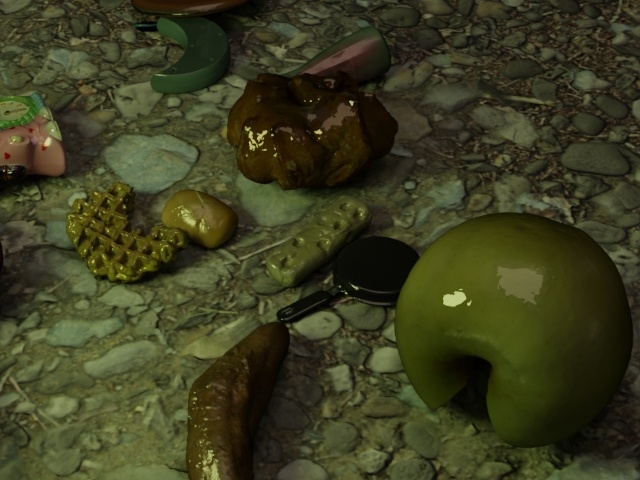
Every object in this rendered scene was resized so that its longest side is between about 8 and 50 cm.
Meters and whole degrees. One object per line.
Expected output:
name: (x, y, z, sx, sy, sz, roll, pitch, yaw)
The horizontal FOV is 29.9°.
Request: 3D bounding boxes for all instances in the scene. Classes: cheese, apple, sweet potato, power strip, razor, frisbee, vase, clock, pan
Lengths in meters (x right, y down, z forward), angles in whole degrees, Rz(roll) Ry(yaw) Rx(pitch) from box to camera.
cheese: (0.000, 0.000, 1.742, 0.065, 0.043, 0.194, 30, 51, 30)
apple: (0.241, 0.105, 1.478, 0.292, 0.292, 0.254, 24, 47, 24)
sweet potato: (-0.112, 0.215, 1.485, 0.114, 0.092, 0.341, 23, 43, -11)
power strip: (-0.225, -0.336, 2.100, 0.137, 0.044, 0.216, 0, 45, 1)
razor: (-0.262, -0.399, 2.180, 0.154, 0.044, 0.028, -15, 73, -13)
frisbee: (-0.226, -0.462, 2.212, 0.250, 0.021, 0.251, -5, 28, 3)
vase: (0.009, -0.287, 2.024, 0.214, 0.086, 0.086, -25, 48, -18)
clock: (-0.511, -0.149, 1.871, 0.195, 0.100, 0.194, -17, 42, -20)
pan: (0.042, 0.059, 1.688, 0.235, 0.028, 0.136, -24, 47, -22)

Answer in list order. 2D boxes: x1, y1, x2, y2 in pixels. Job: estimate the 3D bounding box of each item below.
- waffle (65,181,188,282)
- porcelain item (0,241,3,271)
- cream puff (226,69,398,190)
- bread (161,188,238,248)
waffle: (-0.287, -0.012, 1.752, 0.149, 0.051, 0.194, -24, 47, -18)
porcelain item: (-0.561, 0.001, 1.616, 0.253, 0.253, 0.253, 0, 43, 0)
cream puff: (-0.014, -0.169, 1.851, 0.269, 0.155, 0.241, -7, 38, 3)
bread: (-0.179, -0.039, 1.776, 0.115, 0.056, 0.082, 27, 50, 26)
